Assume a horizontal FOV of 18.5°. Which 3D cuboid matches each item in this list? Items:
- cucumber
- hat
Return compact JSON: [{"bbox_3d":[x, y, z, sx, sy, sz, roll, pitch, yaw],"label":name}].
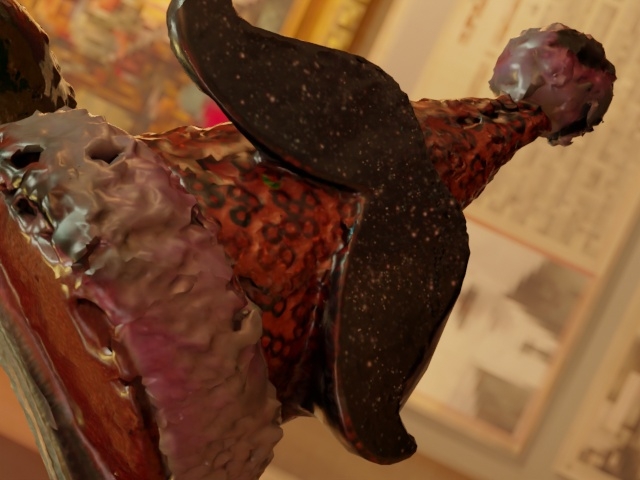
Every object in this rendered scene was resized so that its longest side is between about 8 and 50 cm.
[{"bbox_3d":[-0.115,-0.032,0.742,0.069,0.069,0.227,-61,-26,-21],"label":"cucumber"},{"bbox_3d":[0.002,0.001,0.569,0.227,0.140,0.129,-27,-19,-22],"label":"hat"}]
